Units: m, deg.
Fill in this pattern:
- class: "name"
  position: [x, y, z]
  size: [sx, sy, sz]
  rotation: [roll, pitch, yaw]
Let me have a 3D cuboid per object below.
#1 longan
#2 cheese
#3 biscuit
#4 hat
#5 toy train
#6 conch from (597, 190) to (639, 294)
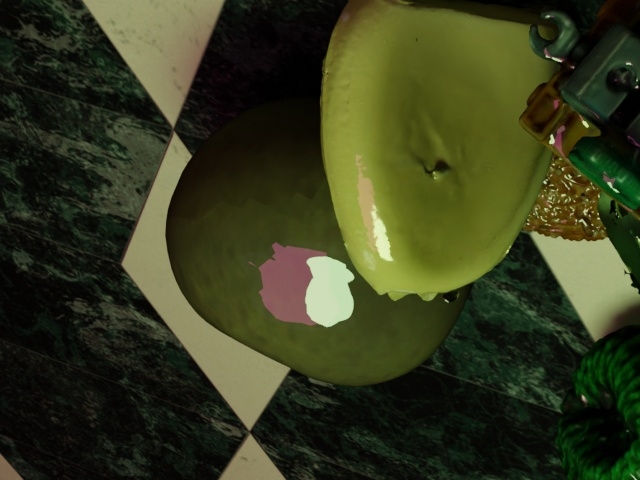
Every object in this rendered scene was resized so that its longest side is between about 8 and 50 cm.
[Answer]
- class: "longan"
  position: [0.000, 0.000, 1.872]
  size: [0.361, 0.361, 0.361]
  rotation: [22, 144, 17]
- class: "cheese"
  position: [0.114, -0.090, 1.641]
  size: [0.259, 0.316, 0.128]
  rotation: [8, -168, -14]
- class: "biscuit"
  position: [0.240, -0.107, 1.801]
  size: [0.305, 0.038, 0.305]
  rotation: [22, 144, 17]
- class: "hat"
  position: [0.456, 0.250, 1.903]
  size: [0.332, 0.274, 0.242]
  rotation: [17, 116, -14]
- class: "toy train"
  position: [0.366, -0.064, 1.527]
  size: [0.429, 0.178, 0.249]
  rotation: [40, -176, 8]
- class: "conch"
  position: [0.389, 0.022, 1.711]
  size: [0.250, 0.137, 0.143]
  rotation: [23, 114, -20]
